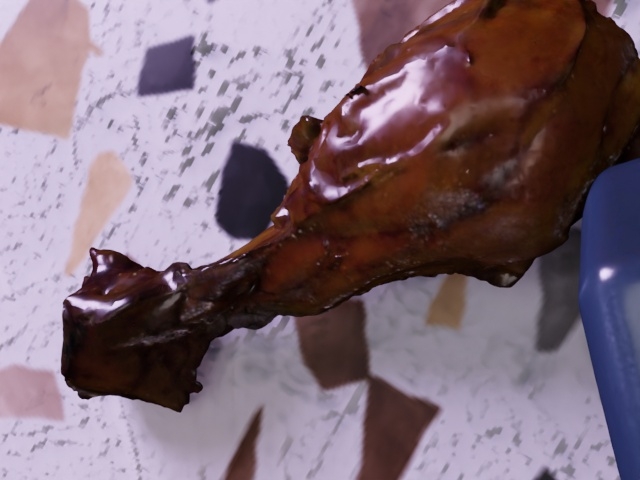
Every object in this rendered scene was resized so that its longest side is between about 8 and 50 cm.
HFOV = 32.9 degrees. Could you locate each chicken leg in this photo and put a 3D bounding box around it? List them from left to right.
[{"bbox_3d":[0.000,0.000,0.469,0.304,0.093,0.113,-31,89,22],"label":"chicken leg"}]

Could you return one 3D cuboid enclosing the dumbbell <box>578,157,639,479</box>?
[{"bbox_3d":[0.248,0.014,0.338,0.316,0.156,0.144,-16,113,20],"label":"dumbbell"}]
